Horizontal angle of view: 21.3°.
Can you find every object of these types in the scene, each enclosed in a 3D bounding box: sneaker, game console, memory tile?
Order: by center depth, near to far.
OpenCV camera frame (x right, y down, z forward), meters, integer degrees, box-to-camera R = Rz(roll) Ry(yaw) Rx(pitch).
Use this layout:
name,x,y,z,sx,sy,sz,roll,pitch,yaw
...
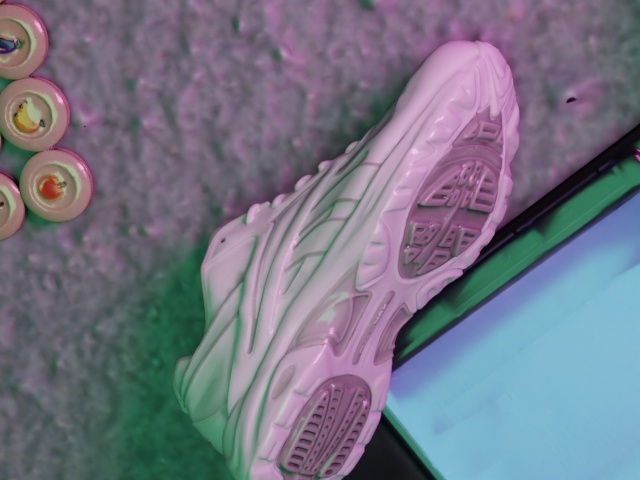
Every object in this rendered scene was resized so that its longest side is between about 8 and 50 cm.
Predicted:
name,x,y,z,sx,sy,sz,roll,pitch,yaw
game console,0.138,0.115,0.739,0.293,0.173,0.250,-38,93,16
sneaker,0.000,0.000,0.783,0.115,0.090,0.232,33,92,36
memory tile,-0.179,-0.068,0.833,0.113,0.012,0.148,-15,102,13
